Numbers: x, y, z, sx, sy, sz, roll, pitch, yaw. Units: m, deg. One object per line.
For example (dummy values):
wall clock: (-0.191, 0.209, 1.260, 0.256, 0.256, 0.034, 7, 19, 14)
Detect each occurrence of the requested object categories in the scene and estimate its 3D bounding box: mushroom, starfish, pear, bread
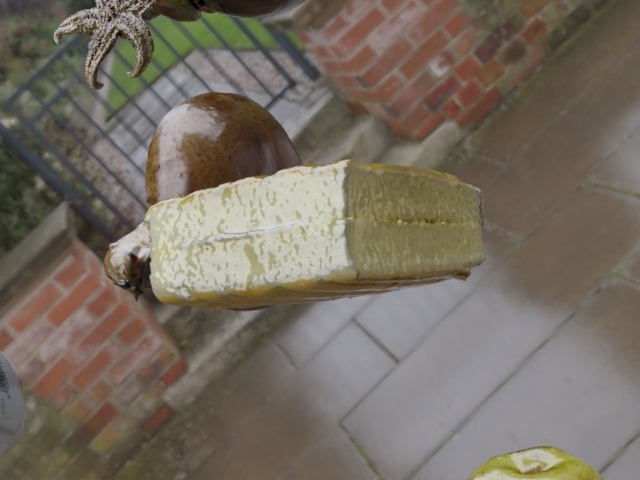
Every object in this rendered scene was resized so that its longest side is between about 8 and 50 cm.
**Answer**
mushroom: (-0.124, -0.050, 1.216, 0.267, 0.255, 0.267, 11, -90, -81)
starfish: (-0.136, -0.143, 0.680, 0.078, 0.028, 0.091, -30, 58, -11)
pear: (0.256, 0.348, 1.226, 0.197, 0.197, 0.197, -39, 17, 14)
bread: (0.000, 0.000, 0.959, 0.239, 0.111, 0.246, -9, -7, 37)

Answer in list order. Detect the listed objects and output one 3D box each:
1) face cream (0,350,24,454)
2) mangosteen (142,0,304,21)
face cream: (-0.407, 0.123, 1.010, 0.071, 0.291, 0.144, -34, 59, 8)
mangosteen: (-0.122, -0.424, 1.401, 0.293, 0.297, 0.297, -61, 20, -10)
